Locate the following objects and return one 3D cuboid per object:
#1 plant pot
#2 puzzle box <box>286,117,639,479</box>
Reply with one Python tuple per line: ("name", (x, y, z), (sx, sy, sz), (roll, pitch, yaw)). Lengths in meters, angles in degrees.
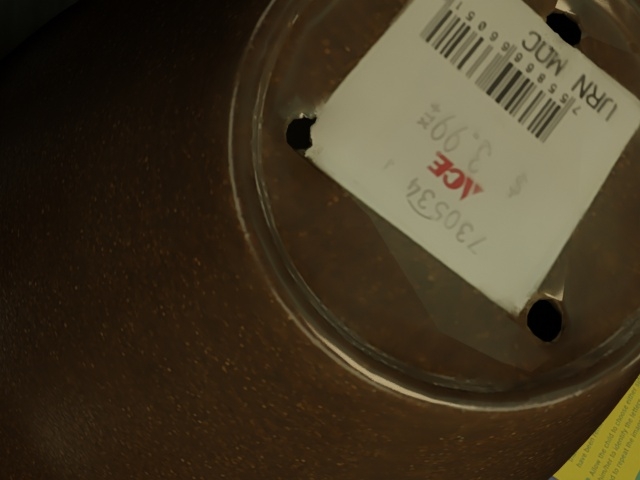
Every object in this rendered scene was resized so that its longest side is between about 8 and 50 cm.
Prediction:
("plant pot", (0.000, 0.000, 0.438), (0.215, 0.230, 0.215), (3, 79, -16))
("puzzle box", (0.083, -0.044, 0.620), (0.272, 0.052, 0.409), (33, 73, -10))
